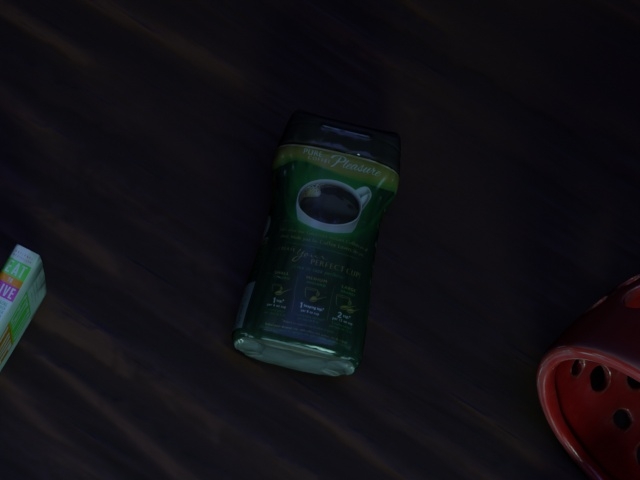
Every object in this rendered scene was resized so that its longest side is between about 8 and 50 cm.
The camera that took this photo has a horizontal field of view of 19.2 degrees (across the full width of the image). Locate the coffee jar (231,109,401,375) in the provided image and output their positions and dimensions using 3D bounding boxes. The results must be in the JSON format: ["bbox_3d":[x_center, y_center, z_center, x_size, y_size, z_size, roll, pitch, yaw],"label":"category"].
[{"bbox_3d":[0.000,0.000,1.376,0.096,0.079,0.184,14,74,-2],"label":"coffee jar"}]

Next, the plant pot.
[{"bbox_3d":[0.274,0.093,1.340,0.191,0.191,0.174,43,66,4],"label":"plant pot"}]

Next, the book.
[{"bbox_3d":[-0.238,0.079,1.306,0.035,0.096,0.144,27,72,-1],"label":"book"}]
